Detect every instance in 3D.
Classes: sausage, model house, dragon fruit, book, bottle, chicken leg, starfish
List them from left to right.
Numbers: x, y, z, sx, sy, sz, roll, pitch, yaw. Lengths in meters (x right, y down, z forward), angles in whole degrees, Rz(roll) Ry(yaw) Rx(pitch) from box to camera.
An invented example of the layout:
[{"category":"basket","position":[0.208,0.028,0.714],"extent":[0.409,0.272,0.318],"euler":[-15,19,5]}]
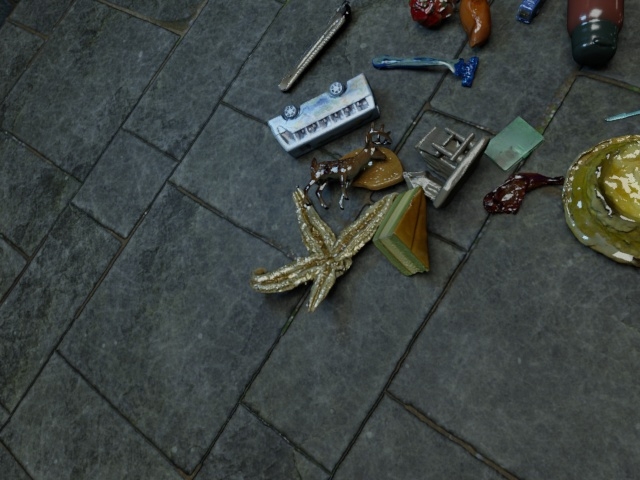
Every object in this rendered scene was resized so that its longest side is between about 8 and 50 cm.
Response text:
[{"category":"starfish","position":[0.000,0.000,1.569],"extent":[0.324,0.082,0.431],"euler":[24,74,33]},{"category":"dragon fruit","position":[0.335,-0.708,1.663],"extent":[0.142,0.121,0.130],"euler":[-8,101,-8]},{"category":"model house","position":[0.325,-0.209,1.491],"extent":[0.188,0.122,0.229],"euler":[39,94,32]},{"category":"sausage","position":[0.453,-0.642,1.609],"extent":[0.089,0.089,0.179],"euler":[-10,70,18]},{"category":"book","position":[0.517,-0.257,1.490],"extent":[0.135,0.017,0.103],"euler":[-40,62,5]},{"category":"chicken leg","position":[0.518,-0.131,1.431],"extent":[0.205,0.053,0.093],"euler":[-34,87,15]},{"category":"bottle","position":[0.724,-0.625,1.465],"extent":[0.144,0.144,0.335],"euler":[3,74,22]}]

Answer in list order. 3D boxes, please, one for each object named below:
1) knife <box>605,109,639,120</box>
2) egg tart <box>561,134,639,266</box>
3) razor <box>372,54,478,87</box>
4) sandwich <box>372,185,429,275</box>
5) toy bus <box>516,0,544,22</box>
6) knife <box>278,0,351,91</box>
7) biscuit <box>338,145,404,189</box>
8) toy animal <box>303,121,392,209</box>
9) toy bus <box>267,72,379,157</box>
[{"category":"knife","position":[0.777,-0.320,1.417],"extent":[0.091,0.005,0.014],"euler":[-13,69,17]},{"category":"egg tart","position":[0.745,-0.110,1.291],"extent":[0.346,0.132,0.344],"euler":[-6,70,17]},{"category":"razor","position":[0.297,-0.526,1.648],"extent":[0.325,0.056,0.093],"euler":[15,80,25]},{"category":"sandwich","position":[0.244,-0.027,1.470],"extent":[0.187,0.144,0.117],"euler":[-57,19,-25]},{"category":"toy bus","position":[0.617,-0.697,1.578],"extent":[0.051,0.061,0.153],"euler":[34,85,22]},{"category":"knife","position":[-0.014,-0.628,1.814],"extent":[0.365,0.043,0.089],"euler":[-52,30,1]},{"category":"biscuit","position":[0.146,-0.211,1.602],"extent":[0.221,0.029,0.141],"euler":[12,66,31]},{"category":"toy animal","position":[0.069,-0.213,1.568],"extent":[0.244,0.087,0.259],"euler":[2,65,24]},{"category":"toy bus","position":[0.012,-0.373,1.683],"extent":[0.330,0.109,0.135],"euler":[-24,76,13]}]
